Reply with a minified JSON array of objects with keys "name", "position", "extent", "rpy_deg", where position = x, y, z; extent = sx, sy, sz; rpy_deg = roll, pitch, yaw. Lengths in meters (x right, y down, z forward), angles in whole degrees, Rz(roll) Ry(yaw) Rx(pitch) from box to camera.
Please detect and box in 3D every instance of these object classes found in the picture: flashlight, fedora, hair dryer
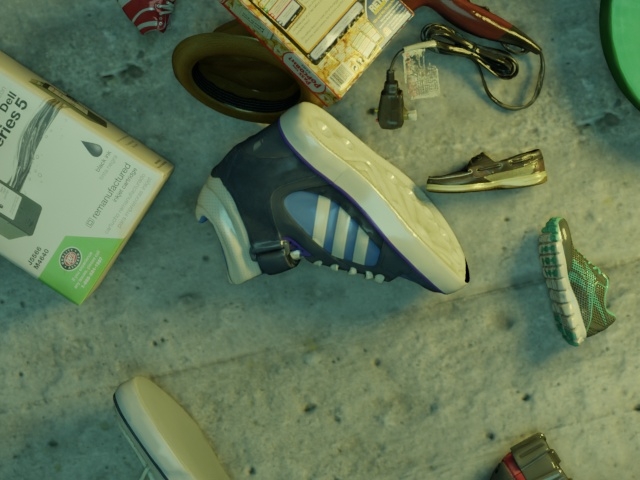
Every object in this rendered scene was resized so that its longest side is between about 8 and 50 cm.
[{"name":"flashlight","position":[0.178,0.363,1.768],"extent":[0.304,0.103,0.103],"rpy_deg":[-31,98,5]},{"name":"fedora","position":[-0.081,-0.217,1.677],"extent":[0.194,0.194,0.079],"rpy_deg":[14,62,-1]},{"name":"hair dryer","position":[0.145,-0.290,1.695],"extent":[0.224,0.080,0.293],"rpy_deg":[-13,104,-12]}]

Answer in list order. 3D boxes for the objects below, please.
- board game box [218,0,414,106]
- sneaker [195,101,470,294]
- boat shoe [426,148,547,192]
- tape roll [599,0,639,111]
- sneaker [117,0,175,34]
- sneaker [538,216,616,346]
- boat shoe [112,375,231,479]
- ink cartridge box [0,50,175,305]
[{"name":"board game box","position":[-0.009,-0.273,1.583],"extent":[0.193,0.045,0.146],"rpy_deg":[44,71,-11]},{"name":"sneaker","position":[0.000,0.000,1.721],"extent":[0.323,0.130,0.236],"rpy_deg":[42,116,-18]},{"name":"boat shoe","position":[0.205,-0.086,1.724],"extent":[0.152,0.056,0.049],"rpy_deg":[-6,94,-7]},{"name":"tape roll","position":[0.503,-0.273,1.672],"extent":[0.321,0.077,0.321],"rpy_deg":[0,98,1]},{"name":"sneaker","position":[-0.185,-0.299,1.702],"extent":[0.118,0.042,0.067],"rpy_deg":[-31,93,14]},{"name":"sneaker","position":[0.325,0.046,1.743],"extent":[0.076,0.065,0.166],"rpy_deg":[-17,102,-12]},{"name":"boat shoe","position":[-0.186,0.351,1.771],"extent":[0.156,0.136,0.367],"rpy_deg":[-32,107,9]},{"name":"ink cartridge box","position":[-0.349,-0.080,1.704],"extent":[0.273,0.115,0.198],"rpy_deg":[33,98,-4]}]
